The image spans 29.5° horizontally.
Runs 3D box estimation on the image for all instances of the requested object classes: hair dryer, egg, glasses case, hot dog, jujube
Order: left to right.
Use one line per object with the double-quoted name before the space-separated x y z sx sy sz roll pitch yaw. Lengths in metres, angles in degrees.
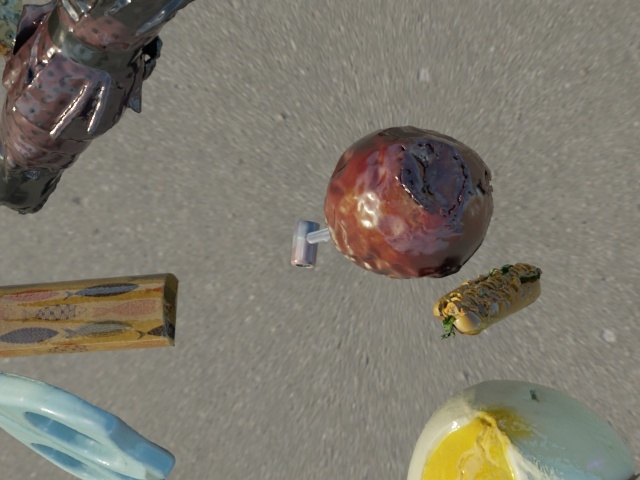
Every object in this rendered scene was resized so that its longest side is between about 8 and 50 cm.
"glasses case" -0.211 0.063 1.064 0.170 0.041 0.065 -4 65 11
"hair dryer" 0.000 0.000 1.700 0.037 0.114 0.063 13 74 -32
"jujube" 0.094 -0.036 1.339 0.183 0.243 0.183 1 78 -7
"hot dog" 0.213 0.071 1.543 0.072 0.188 0.055 30 128 35
"egg" 0.243 0.286 1.627 0.337 0.337 0.201 -22 85 4

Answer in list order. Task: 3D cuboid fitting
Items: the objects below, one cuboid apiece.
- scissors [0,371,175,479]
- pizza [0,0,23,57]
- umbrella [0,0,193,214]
"scissors" -0.266 0.091 0.873 0.360 0.191 0.029 28 67 4
"pizza" -0.345 -0.186 0.828 0.289 0.229 0.081 -1 73 -15
"umbrella" -0.144 -0.120 0.770 0.094 0.326 0.090 16 51 -23
